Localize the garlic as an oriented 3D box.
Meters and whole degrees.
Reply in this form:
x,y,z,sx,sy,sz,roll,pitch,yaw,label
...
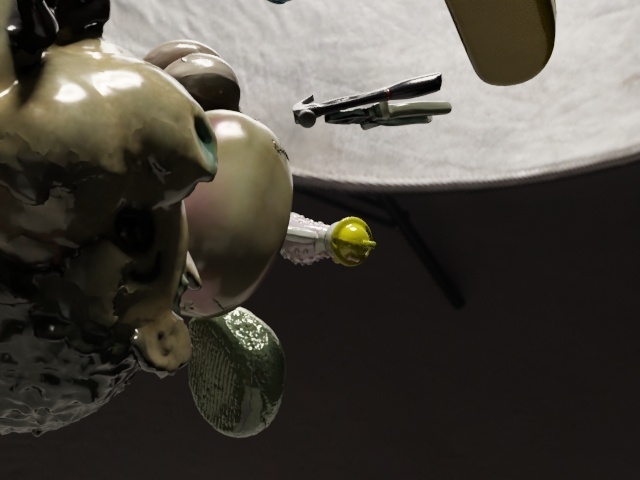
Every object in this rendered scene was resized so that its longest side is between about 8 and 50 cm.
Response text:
x,y,z,sx,sy,sz,roll,pitch,yaw,label
-0.286,-0.306,2.074,0.210,0.292,0.238,35,97,50,garlic

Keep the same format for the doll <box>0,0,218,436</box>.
x,y,z,sx,sy,sz,roll,pitch,yaw,label
-0.200,-0.062,0.484,0.247,0.247,0.350,-41,104,-25,doll

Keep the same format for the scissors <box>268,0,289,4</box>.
x,y,z,sx,sy,sz,roll,pitch,yaw,label
-0.148,-0.465,1.568,0.256,0.125,0.030,18,57,-8,scissors

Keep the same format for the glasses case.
x,y,z,sx,sy,sz,roll,pitch,yaw,label
0.312,-0.438,1.673,0.173,0.371,0.141,-7,55,24,glasses case

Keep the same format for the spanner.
x,y,z,sx,sy,sz,roll,pitch,yaw,label
0.134,-0.259,1.987,0.324,0.095,0.040,-9,81,-40,spanner

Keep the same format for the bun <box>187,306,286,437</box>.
x,y,z,sx,sy,sz,roll,pitch,yaw,label
-0.131,0.205,1.563,0.108,0.221,0.221,-17,66,-36,bun

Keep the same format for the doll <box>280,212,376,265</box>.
x,y,z,sx,sy,sz,roll,pitch,yaw,label
0.000,0.000,1.492,0.207,0.129,0.081,4,82,39,doll

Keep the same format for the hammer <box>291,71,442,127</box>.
x,y,z,sx,sy,sz,roll,pitch,yaw,label
0.087,-0.264,1.792,0.289,0.137,0.037,-15,110,-8,hammer

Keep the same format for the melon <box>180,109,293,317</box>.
x,y,z,sx,sy,sz,roll,pitch,yaw,label
-0.155,-0.044,1.405,0.222,0.223,0.317,15,64,-2,melon
